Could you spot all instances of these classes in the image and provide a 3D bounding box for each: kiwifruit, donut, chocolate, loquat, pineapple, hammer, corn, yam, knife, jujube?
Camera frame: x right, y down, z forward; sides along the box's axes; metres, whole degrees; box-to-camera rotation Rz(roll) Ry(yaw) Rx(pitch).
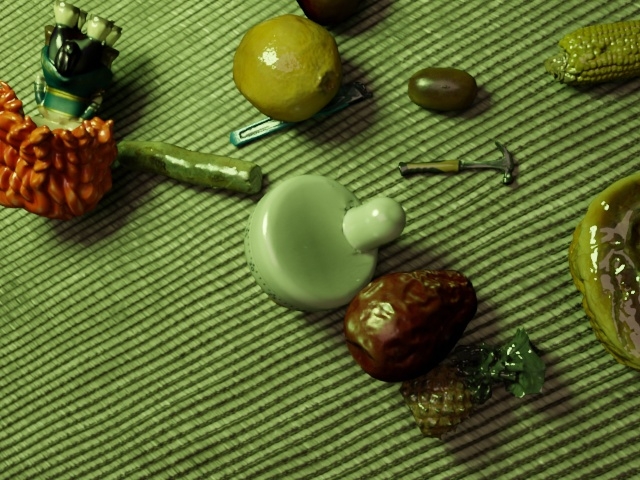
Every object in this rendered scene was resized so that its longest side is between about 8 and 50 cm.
[{"bbox_3d":[0.218,-0.271,0.962,0.124,0.075,0.075,11,85,11],"label":"kiwifruit"},{"bbox_3d":[0.531,0.046,0.805,0.329,0.160,0.330,-1,77,3],"label":"donut"},{"bbox_3d":[0.020,-0.497,1.000,0.176,0.177,0.177,-2,82,14],"label":"chocolate"},{"bbox_3d":[-0.064,-0.313,0.975,0.187,0.176,0.234,-31,45,-22],"label":"loquat"},{"bbox_3d":[0.253,0.226,0.870,0.237,0.111,0.119,-30,104,3],"label":"pineapple"},{"bbox_3d":[0.241,-0.137,0.962,0.200,0.021,0.078,0,82,13],"label":"hammer"},{"bbox_3d":[0.508,-0.314,0.881,0.261,0.097,0.097,-8,80,12],"label":"corn"},{"bbox_3d":[-0.264,-0.149,1.067,0.317,0.067,0.071,12,55,17],"label":"yam"},{"bbox_3d":[-0.043,-0.244,1.046,0.296,0.026,0.044,-20,90,10],"label":"knife"},{"bbox_3d":[0.151,0.125,0.862,0.236,0.168,0.168,-23,75,-21],"label":"jujube"}]

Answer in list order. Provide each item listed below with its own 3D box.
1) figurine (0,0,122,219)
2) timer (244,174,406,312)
[{"bbox_3d":[-0.496,-0.251,1.041,0.306,0.241,0.412,-11,68,52],"label":"figurine"},{"bbox_3d":[0.000,0.000,0.890,0.240,0.233,0.234,-26,72,55],"label":"timer"}]
